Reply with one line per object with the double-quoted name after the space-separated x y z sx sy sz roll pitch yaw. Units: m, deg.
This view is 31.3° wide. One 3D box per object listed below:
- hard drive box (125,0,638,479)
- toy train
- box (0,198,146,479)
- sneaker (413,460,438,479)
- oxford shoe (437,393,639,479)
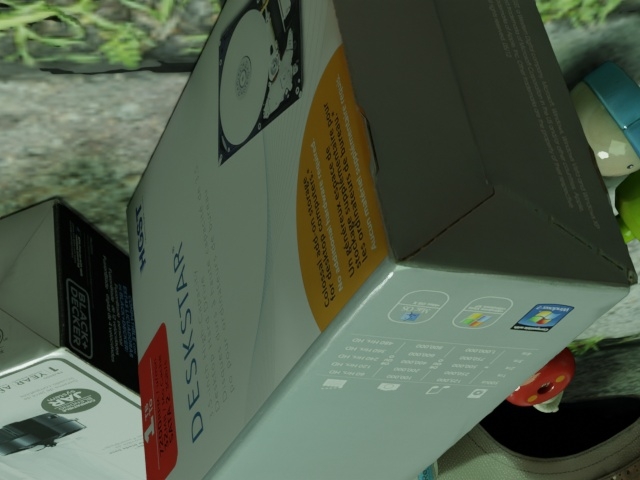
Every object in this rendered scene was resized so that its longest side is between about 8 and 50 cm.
0.000 0.000 0.460 0.089 0.181 0.232 6 144 -24 "hard drive box"
0.139 0.012 0.610 0.143 0.105 0.248 -35 142 12 "toy train"
-0.140 0.104 0.668 0.169 0.087 0.290 -21 146 15 "box"
0.049 0.104 0.684 0.071 0.083 0.190 -9 125 -28 "sneaker"
0.060 0.158 0.819 0.364 0.130 0.132 -1 116 -5 "oxford shoe"
